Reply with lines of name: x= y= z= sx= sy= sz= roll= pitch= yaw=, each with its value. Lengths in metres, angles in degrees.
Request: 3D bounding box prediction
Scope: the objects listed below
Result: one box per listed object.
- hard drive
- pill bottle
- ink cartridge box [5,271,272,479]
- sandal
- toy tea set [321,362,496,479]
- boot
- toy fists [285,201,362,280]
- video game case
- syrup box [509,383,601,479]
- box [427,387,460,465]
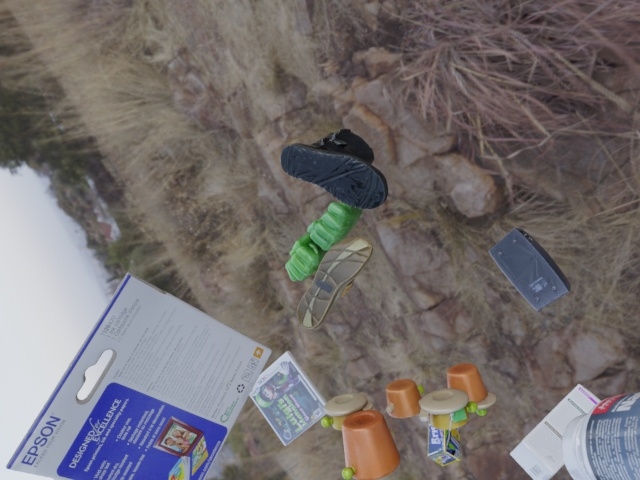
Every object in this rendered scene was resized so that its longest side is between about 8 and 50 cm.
hard drive: x=0.687 y=0.090 z=1.668 sx=0.255 sy=0.054 sz=0.172 roll=55 pitch=148 yaw=17
pill bottle: x=0.301 y=0.189 z=0.451 sx=0.108 sy=0.108 sz=0.180 roll=57 pitch=160 yaw=15
ink cartridge box: x=-0.265 y=0.246 z=0.813 sx=0.307 sy=0.304 sz=0.072 roll=38 pitch=163 yaw=-33
sandal: x=0.026 y=0.072 z=0.861 sx=0.072 sy=0.180 sz=0.049 roll=34 pitch=-178 yaw=34
toy tea set: x=0.173 y=0.340 z=0.936 sx=0.200 sy=0.335 sz=0.124 roll=-130 pitch=26 yaw=-85
boot: x=0.067 y=-0.161 z=1.065 sx=0.246 sy=0.207 sz=0.094 roll=24 pitch=121 yaw=25
toy fists: x=0.000 y=0.000 z=1.371 sx=0.096 sy=0.142 sz=0.279 roll=40 pitch=122 yaw=0
video game case: x=-0.090 y=0.423 z=1.362 sx=0.190 sy=0.173 sz=0.022 roll=51 pitch=-162 yaw=13
syrup box: x=0.575 y=0.461 z=1.217 sx=0.096 sy=0.236 sz=0.093 roll=46 pitch=151 yaw=30
box: x=0.303 y=0.454 z=1.242 sx=0.054 sy=0.169 sz=0.059 roll=35 pitch=129 yaw=-16
